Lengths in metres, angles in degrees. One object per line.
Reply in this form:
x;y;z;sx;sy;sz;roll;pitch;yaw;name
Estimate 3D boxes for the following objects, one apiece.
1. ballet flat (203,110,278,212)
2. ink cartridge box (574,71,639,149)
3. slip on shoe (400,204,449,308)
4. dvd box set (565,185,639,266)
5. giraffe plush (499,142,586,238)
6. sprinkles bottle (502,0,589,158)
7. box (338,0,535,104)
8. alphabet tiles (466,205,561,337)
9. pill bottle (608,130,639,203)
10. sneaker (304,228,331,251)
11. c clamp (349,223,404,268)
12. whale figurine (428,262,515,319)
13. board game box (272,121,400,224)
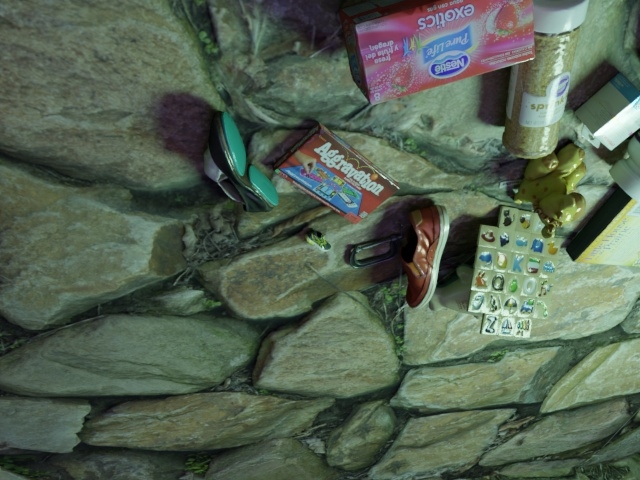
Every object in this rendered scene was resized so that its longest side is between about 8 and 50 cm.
-0.180;-0.143;1.225;0.096;0.095;0.280;-13;140;14;ballet flat
0.655;-0.283;1.345;0.092;0.090;0.143;23;126;-36;ink cartridge box
0.253;0.047;1.559;0.101;0.123;0.331;-2;132;-6;slip on shoe
0.964;-0.044;1.731;0.420;0.062;0.308;4;135;-22;dvd box set
0.567;-0.108;1.445;0.210;0.170;0.181;-23;139;7;giraffe plush
0.441;-0.332;1.199;0.121;0.121;0.355;-15;139;-2;sprinkles bottle
0.198;-0.362;1.042;0.300;0.154;0.142;-17;122;-2;box
0.521;0.089;1.601;0.285;0.011;0.343;8;93;-25;alphabet tiles
0.846;-0.227;1.410;0.169;0.169;0.301;18;128;-33;pill bottle
0.000;0.000;1.481;0.083;0.031;0.035;27;123;-38;sneaker
0.146;0.019;1.563;0.160;0.022;0.137;-21;144;2;c clamp
0.434;0.134;1.719;0.272;0.141;0.216;-11;129;28;whale figurine
0.042;-0.142;1.345;0.145;0.027;0.281;-40;134;22;board game box
